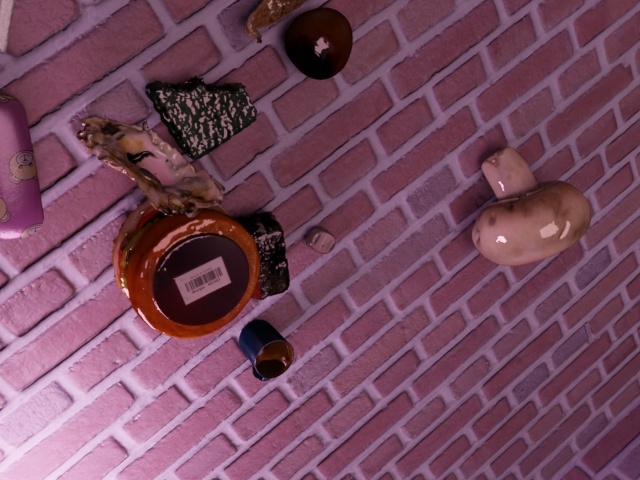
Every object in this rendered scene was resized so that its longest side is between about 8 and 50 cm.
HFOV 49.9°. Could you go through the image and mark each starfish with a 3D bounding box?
[{"bbox_3d":[-0.028,-0.683,1.556,0.432,0.082,0.324,-33,134,-20],"label":"starfish"}]

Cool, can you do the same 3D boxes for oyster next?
[{"bbox_3d":[-0.382,-0.157,1.530,0.201,0.354,0.107,-38,166,-50],"label":"oyster"}]

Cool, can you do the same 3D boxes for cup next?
[{"bbox_3d":[-0.163,0.309,1.898,0.113,0.138,0.150,34,92,-34],"label":"cup"}]

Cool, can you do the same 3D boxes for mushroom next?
[{"bbox_3d":[0.626,-0.076,2.107,0.353,0.353,0.325,-53,145,0],"label":"mushroom"}]

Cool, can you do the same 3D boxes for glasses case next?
[{"bbox_3d":[-0.671,-0.152,1.465,0.123,0.076,0.317,-12,115,-24],"label":"glasses case"}]

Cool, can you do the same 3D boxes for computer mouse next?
[{"bbox_3d":[-0.002,-0.001,1.921,0.096,0.039,0.066,28,96,-42],"label":"computer mouse"}]

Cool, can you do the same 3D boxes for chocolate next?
[{"bbox_3d":[0.000,-0.483,1.663,0.176,0.176,0.177,-11,115,-25],"label":"chocolate"}]

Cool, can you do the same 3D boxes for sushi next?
[{"bbox_3d":[-0.151,0.041,1.797,0.126,0.136,0.225,-10,117,-20],"label":"sushi"}]

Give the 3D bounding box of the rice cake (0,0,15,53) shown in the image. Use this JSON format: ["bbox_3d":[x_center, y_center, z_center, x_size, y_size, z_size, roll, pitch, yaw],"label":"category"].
[{"bbox_3d":[-0.636,-0.463,1.385,0.033,0.029,0.171,9,106,-28],"label":"rice cake"}]

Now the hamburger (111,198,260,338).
[{"bbox_3d":[-0.324,0.051,1.637,0.329,0.250,0.330,-12,118,-23],"label":"hamburger"}]

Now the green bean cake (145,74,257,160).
[{"bbox_3d":[-0.274,-0.318,1.598,0.208,0.107,0.193,-35,121,-13],"label":"green bean cake"}]
